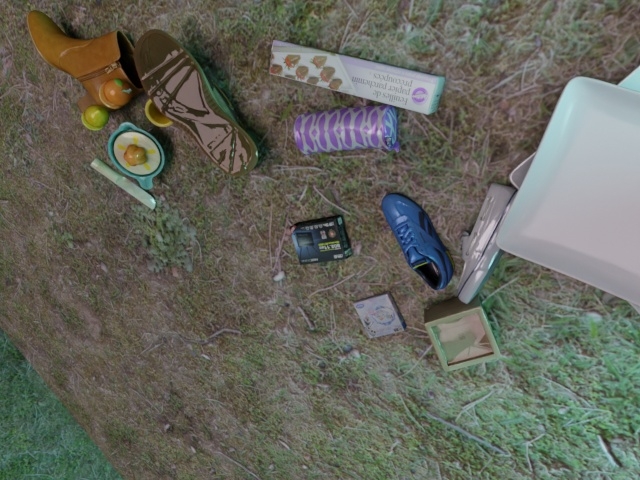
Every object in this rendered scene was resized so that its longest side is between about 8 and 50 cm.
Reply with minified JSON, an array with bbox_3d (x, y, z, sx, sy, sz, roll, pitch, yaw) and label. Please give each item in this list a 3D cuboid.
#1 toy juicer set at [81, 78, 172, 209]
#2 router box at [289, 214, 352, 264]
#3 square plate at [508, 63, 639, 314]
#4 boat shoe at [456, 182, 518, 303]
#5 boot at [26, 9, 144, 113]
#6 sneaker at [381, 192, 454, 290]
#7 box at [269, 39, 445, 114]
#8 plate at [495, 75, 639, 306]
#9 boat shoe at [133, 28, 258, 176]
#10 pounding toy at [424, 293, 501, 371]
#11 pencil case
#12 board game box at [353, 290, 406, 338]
[{"bbox_3d":[-0.477,-0.225,1.075,0.209,0.089,0.329,21,123,-12],"label":"toy juicer set"},{"bbox_3d":[0.000,0.000,0.980,0.122,0.038,0.092,-9,105,31],"label":"router box"},{"bbox_3d":[0.529,-0.087,0.645,0.347,0.049,0.344,48,123,7],"label":"square plate"},{"bbox_3d":[0.293,0.004,0.810,0.075,0.083,0.226,32,110,26],"label":"boat shoe"},{"bbox_3d":[-0.552,-0.456,1.072,0.211,0.104,0.295,-22,104,28],"label":"boot"},{"bbox_3d":[0.183,0.001,0.858,0.069,0.082,0.209,-34,89,36],"label":"sneaker"},{"bbox_3d":[0.059,-0.302,0.814,0.324,0.067,0.063,22,118,20],"label":"box"},{"bbox_3d":[0.440,-0.062,0.646,0.278,0.045,0.277,25,117,20],"label":"plate"},{"bbox_3d":[-0.252,-0.284,0.953,0.123,0.123,0.342,-41,97,9],"label":"boat shoe"},{"bbox_3d":[0.273,0.190,0.886,0.130,0.100,0.141,-22,101,18],"label":"pounding toy"},{"bbox_3d":[0.050,-0.207,0.850,0.206,0.086,0.088,6,145,28],"label":"pencil case"},{"bbox_3d":[0.130,0.165,0.986,0.090,0.020,0.090,-21,99,33],"label":"board game box"}]
